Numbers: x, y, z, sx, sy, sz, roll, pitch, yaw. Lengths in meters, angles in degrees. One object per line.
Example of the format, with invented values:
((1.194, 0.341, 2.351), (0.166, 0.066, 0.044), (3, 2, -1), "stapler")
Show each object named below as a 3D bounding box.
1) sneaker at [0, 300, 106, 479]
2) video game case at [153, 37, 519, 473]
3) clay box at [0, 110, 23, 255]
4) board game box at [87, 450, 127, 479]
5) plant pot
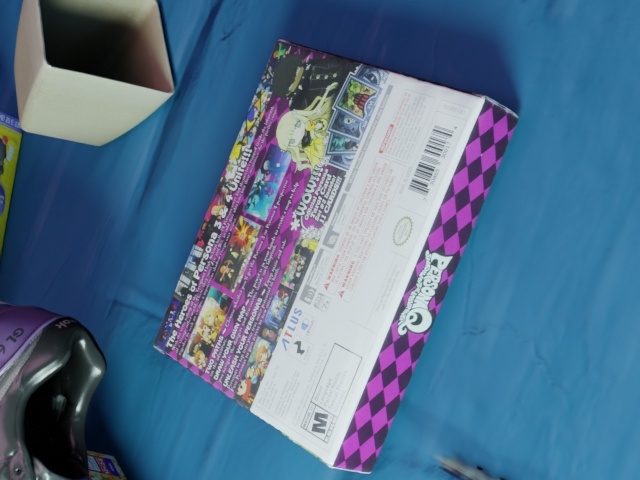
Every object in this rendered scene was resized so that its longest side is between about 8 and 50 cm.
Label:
((-0.225, 0.183, 0.900), (0.124, 0.107, 0.283), (6, 81, 39), "sneaker")
((0.000, 0.000, 0.841), (0.210, 0.042, 0.232), (24, 93, 49), "video game case")
((-0.336, -0.018, 1.148), (0.053, 0.127, 0.222), (-7, 70, 37), "clay box")
((-0.157, 0.259, 0.906), (0.147, 0.045, 0.193), (-58, 42, 13), "board game box")
((-0.193, -0.138, 1.067), (0.096, 0.109, 0.109), (-48, 44, 41), "plant pot")
